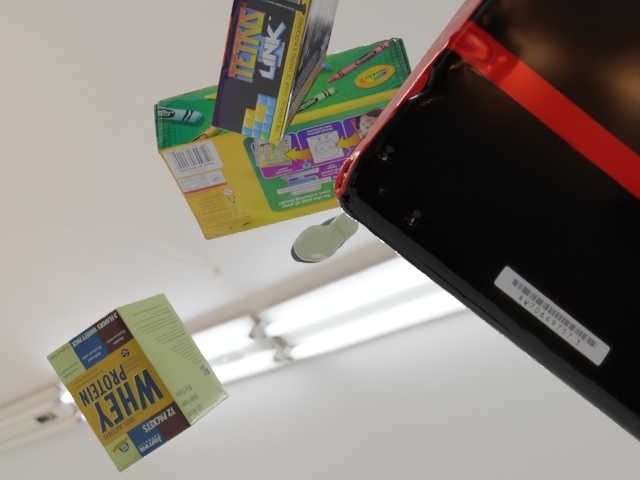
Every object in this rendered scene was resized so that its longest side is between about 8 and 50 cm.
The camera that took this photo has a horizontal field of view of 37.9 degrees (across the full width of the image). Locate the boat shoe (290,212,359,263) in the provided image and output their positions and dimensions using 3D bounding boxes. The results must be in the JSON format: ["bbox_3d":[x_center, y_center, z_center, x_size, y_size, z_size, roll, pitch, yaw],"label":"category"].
[{"bbox_3d":[0.000,0.000,1.238,0.043,0.137,0.049,-28,-87,39],"label":"boat shoe"}]

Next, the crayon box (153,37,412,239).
[{"bbox_3d":[-0.025,-0.108,1.042,0.278,0.081,0.165,-14,-37,4],"label":"crayon box"}]

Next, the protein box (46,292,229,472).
[{"bbox_3d":[-0.272,0.210,1.428,0.136,0.200,0.201,-34,-93,11],"label":"protein box"}]

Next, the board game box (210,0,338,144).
[{"bbox_3d":[-0.018,-0.159,0.610,0.048,0.170,0.141,17,-63,2],"label":"board game box"}]

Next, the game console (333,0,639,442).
[{"bbox_3d":[0.251,-0.050,0.747,0.386,0.342,0.060,37,-10,-4],"label":"game console"}]
